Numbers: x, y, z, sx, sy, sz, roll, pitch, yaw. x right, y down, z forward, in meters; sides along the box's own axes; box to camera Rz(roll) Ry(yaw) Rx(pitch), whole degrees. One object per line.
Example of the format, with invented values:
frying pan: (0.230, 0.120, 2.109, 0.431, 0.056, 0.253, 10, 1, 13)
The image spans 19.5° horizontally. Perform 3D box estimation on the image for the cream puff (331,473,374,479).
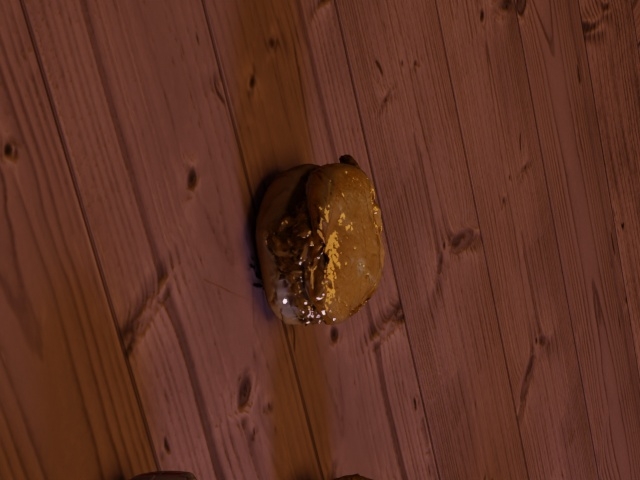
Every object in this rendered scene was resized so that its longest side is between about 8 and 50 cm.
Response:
cream puff: (0.030, 0.271, 1.676, 0.119, 0.104, 0.133, -60, 140, -38)

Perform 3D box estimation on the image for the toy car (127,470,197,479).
toy car: (-0.097, 0.272, 1.412, 0.108, 0.089, 0.210, -74, 147, -43)

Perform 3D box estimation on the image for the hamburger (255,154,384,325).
hamburger: (0.000, 0.000, 1.643, 0.147, 0.083, 0.138, -41, 129, -57)
